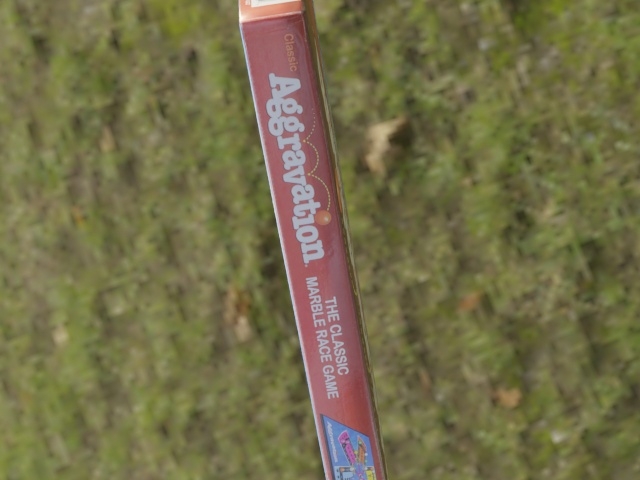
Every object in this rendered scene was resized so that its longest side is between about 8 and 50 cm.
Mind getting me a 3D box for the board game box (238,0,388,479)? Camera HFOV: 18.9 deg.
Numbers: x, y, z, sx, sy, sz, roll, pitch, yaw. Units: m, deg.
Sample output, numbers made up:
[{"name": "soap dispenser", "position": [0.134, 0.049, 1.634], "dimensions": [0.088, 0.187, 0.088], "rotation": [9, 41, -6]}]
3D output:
[{"name": "board game box", "position": [0.000, 0.000, 0.805], "dimensions": [0.145, 0.027, 0.281], "rotation": [-94, -5, -57]}]
